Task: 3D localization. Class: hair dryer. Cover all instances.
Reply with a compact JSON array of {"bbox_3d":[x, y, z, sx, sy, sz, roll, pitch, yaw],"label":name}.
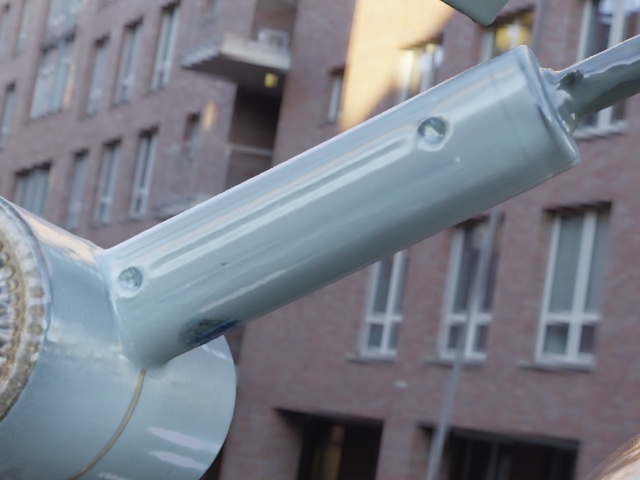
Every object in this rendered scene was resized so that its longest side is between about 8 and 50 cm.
[{"bbox_3d":[0.000,0.000,0.605,0.357,0.107,0.173,-24,-22,15],"label":"hair dryer"}]

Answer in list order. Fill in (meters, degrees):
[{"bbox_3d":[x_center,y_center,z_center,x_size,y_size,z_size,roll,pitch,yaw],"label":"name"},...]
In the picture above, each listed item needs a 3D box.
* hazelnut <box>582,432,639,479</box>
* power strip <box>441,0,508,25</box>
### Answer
[{"bbox_3d":[0.218,0.199,0.493,0.366,0.365,0.366,9,-8,1],"label":"hazelnut"},{"bbox_3d":[0.053,-0.143,0.755,0.175,0.042,0.075,19,21,-47],"label":"power strip"}]
